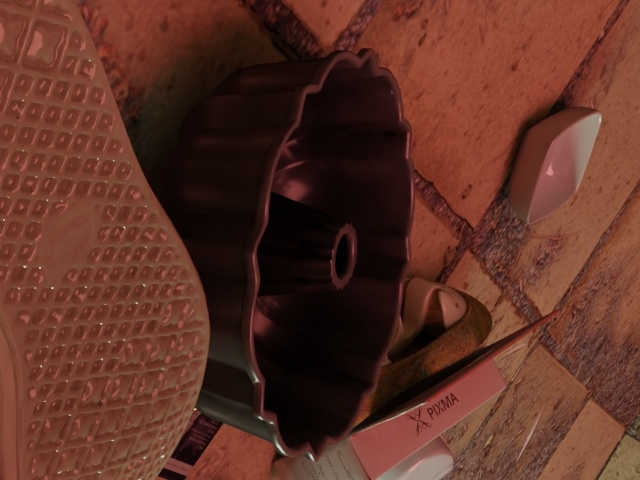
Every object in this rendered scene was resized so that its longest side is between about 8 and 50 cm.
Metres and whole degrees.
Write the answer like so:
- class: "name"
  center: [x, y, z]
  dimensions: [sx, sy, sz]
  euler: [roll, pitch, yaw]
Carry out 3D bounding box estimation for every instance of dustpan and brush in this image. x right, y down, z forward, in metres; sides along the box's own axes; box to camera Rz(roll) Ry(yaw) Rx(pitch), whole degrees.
- class: "dustpan and brush"
  center: [0.120, 0.294, 1.687]
  dimensions: [0.147, 0.060, 0.211]
  euler: [-32, 151, -19]

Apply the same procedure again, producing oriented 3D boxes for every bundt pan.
- class: "bundt pan"
  center: [-0.035, 0.006, 0.987]
  dimensions: [0.331, 0.124, 0.331]
  euler: [7, 90, -67]

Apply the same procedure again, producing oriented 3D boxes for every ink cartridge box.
- class: "ink cartridge box"
  center: [0.128, 0.198, 1.430]
  dimensions: [0.261, 0.066, 0.296]
  euler: [-30, 176, 43]

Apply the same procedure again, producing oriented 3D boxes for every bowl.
- class: "bowl"
  center: [0.293, -0.104, 1.553]
  dimensions: [0.142, 0.053, 0.142]
  euler: [-27, 139, -44]

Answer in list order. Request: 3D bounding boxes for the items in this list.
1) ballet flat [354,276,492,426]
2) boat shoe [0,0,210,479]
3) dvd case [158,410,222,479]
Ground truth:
- class: "ballet flat"
  center: [0.090, 0.106, 1.384]
  dimensions: [0.348, 0.123, 0.123]
  euler: [-27, 140, -43]
- class: "boat shoe"
  center: [-0.191, 0.016, 0.741]
  dimensions: [0.187, 0.156, 0.500]
  euler: [-45, 146, -28]
- class: "dvd case"
  center: [-0.110, 0.127, 1.172]
  dimensions: [0.221, 0.018, 0.164]
  euler: [-56, 154, -6]
